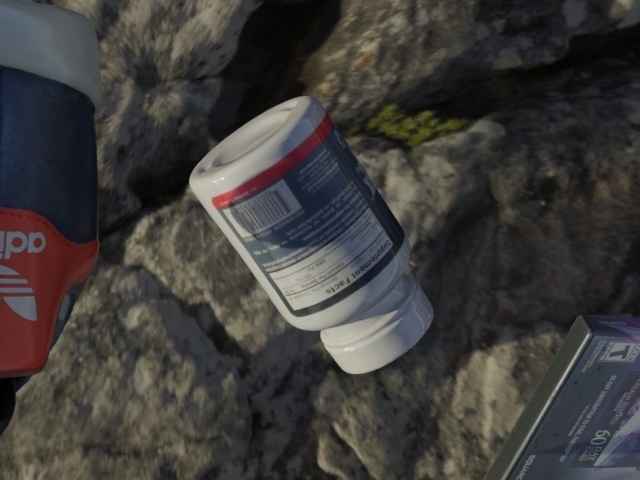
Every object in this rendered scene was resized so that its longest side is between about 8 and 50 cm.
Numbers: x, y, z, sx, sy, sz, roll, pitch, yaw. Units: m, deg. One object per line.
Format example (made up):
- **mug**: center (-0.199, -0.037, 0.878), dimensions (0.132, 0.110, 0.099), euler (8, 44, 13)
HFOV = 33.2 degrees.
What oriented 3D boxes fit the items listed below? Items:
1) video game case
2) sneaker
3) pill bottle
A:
- **video game case**: center (0.287, 0.142, 0.871), dimensions (0.274, 0.026, 0.196), euler (5, 128, -21)
- **sneaker**: center (-0.187, 0.026, 0.462), dimensions (0.131, 0.350, 0.148), euler (3, 75, -26)
- **pill bottle**: center (0.000, 0.000, 0.755), dimensions (0.108, 0.108, 0.180), euler (-35, 108, -3)
